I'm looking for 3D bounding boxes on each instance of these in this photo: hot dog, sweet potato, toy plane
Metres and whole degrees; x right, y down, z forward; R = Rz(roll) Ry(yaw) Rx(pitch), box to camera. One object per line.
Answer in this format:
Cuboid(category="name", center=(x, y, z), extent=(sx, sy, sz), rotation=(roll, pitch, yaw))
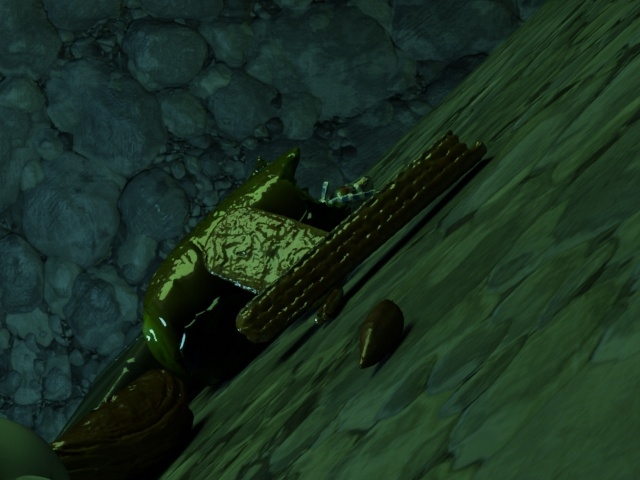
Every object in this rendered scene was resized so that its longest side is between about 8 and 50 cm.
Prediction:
Cuboid(category="hot dog", center=(0.013, 0.079, 1.701), extent=(0.037, 0.021, 0.083), rotation=(-54, 0, 25))
Cuboid(category="sweet potato", center=(0.051, 0.079, 1.193), extent=(0.034, 0.034, 0.095), rotation=(-41, 15, 37))
Cuboid(category="hot dog", center=(-0.273, 0.274, 1.813), extent=(0.196, 0.122, 0.272), rotation=(-46, -5, 34))
Cuboid(category="toy plane", center=(0.005, 0.008, 2.356), extent=(0.182, 0.107, 0.273), rotation=(29, 100, 46))

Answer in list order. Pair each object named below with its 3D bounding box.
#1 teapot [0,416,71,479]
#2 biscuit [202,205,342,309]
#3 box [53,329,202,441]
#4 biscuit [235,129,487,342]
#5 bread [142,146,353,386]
Cuboid(category="teapot", center=(-0.409, 0.298, 1.565), extent=(0.424, 0.280, 0.252), rotation=(-1, 48, 32))
Cuboid(category="biscuit", center=(-0.066, 0.021, 1.954), extent=(0.247, 0.029, 0.118), rotation=(19, 69, 38))
Cuboid(category="box", center=(-0.318, 0.278, 2.304), extent=(0.274, 0.138, 0.178), rotation=(-44, 8, 49))
Cuboid(category="biscuit", center=(0.048, -0.005, 1.756), extent=(0.379, 0.054, 0.094), rotation=(-41, -3, -5))
Cuboid(category="bread", center=(-0.110, 0.046, 2.131), extent=(0.376, 0.208, 0.251), rotation=(-48, 0, -10))
